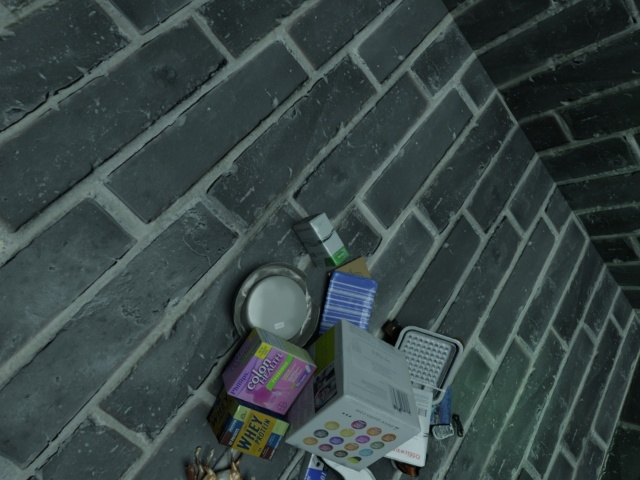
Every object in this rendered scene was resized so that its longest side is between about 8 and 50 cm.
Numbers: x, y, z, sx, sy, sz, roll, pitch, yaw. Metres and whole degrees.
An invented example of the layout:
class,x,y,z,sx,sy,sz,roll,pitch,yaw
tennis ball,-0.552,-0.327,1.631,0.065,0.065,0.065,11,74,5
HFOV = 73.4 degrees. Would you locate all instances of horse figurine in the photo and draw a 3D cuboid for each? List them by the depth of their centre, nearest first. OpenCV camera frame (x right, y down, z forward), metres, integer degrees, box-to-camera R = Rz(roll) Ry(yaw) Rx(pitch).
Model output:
class,x,y,z,sx,sy,sz,roll,pitch,yaw
horse figurine,-0.352,0.810,1.502,0.264,0.066,0.174,9,75,-32

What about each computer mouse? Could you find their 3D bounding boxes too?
class,x,y,z,sx,sy,sz,roll,pitch,yaw
computer mouse,0.609,0.912,2.078,0.193,0.042,0.105,0,63,-27

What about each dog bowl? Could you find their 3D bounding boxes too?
class,x,y,z,sx,sy,sz,roll,pitch,yaw
dog bowl,-0.177,0.259,1.635,0.349,0.102,0.348,3,84,-30

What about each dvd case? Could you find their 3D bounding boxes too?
class,x,y,z,sx,sy,sz,roll,pitch,yaw
dvd case,0.509,0.781,2.026,0.253,0.022,0.180,8,81,-22

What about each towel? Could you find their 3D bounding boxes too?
class,x,y,z,sx,sy,sz,roll,pitch,yaw
towel,0.118,0.311,1.826,0.243,0.040,0.335,17,82,-30

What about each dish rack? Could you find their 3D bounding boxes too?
class,x,y,z,sx,sy,sz,roll,pitch,yaw
dish rack,0.442,0.541,1.898,0.286,0.072,0.332,19,104,0

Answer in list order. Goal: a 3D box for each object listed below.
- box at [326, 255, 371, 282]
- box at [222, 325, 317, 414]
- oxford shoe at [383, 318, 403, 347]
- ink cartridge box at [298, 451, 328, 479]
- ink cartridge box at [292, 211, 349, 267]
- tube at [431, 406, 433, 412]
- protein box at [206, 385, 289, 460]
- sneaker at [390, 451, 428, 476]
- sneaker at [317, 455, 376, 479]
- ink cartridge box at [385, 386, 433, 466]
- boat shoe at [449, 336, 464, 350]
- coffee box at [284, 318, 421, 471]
class,x,y,z,sx,sy,sz,roll,pitch,yaw
box,0.135,0.180,1.877,0.201,0.021,0.164,-24,98,-31
box,-0.178,0.458,1.506,0.243,0.117,0.213,33,93,-26
oxford shoe,0.356,0.466,1.962,0.096,0.083,0.227,-35,107,-5
ink cartridge box,-0.016,0.891,1.706,0.097,0.046,0.207,28,72,-26
ink cartridge box,0.000,0.000,1.735,0.087,0.153,0.208,-39,106,-29
tube,0.436,0.768,1.961,0.207,0.052,0.080,32,77,-22
protein box,-0.255,0.626,1.488,0.201,0.200,0.135,32,79,-24
sneaker,0.374,0.868,1.864,0.125,0.180,0.320,-21,96,-31
sneaker,0.100,0.874,1.649,0.296,0.147,0.104,45,71,0
ink cartridge box,0.332,0.756,1.779,0.211,0.121,0.289,16,62,1
boat shoe,0.564,0.554,2.059,0.302,0.098,0.109,-26,86,-28
coffee box,0.105,0.562,1.561,0.338,0.334,0.338,33,28,-21
